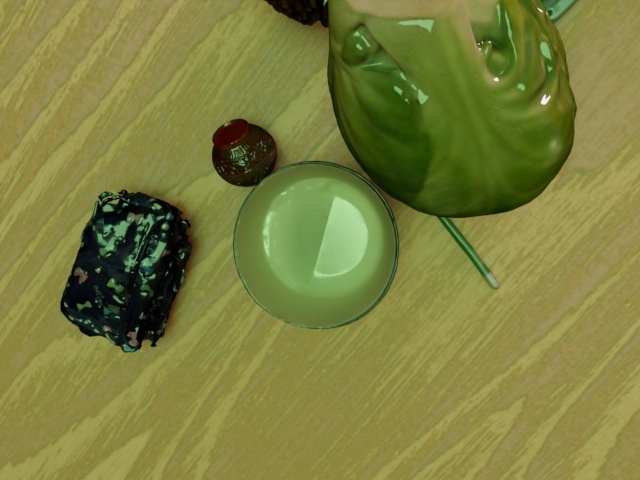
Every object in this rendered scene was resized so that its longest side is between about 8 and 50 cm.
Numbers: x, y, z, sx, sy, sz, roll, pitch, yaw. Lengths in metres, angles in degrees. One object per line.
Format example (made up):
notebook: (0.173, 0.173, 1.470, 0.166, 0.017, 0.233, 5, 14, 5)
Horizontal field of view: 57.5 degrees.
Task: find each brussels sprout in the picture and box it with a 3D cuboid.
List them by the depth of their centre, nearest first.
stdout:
brussels sprout: (0.146, -0.193, 0.705, 0.281, 0.354, 0.289, -12, 57, 24)

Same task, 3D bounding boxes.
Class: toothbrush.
toothbrush: (0.188, -0.029, 0.877, 0.024, 0.018, 0.257, -37, 90, 7)

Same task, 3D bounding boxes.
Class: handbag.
handbag: (-0.301, 0.050, 0.928, 0.162, 0.113, 0.260, 24, 103, 12)

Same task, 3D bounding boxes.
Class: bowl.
bowl: (0.000, 0.000, 0.858, 0.238, 0.126, 0.238, 2, 99, 9)

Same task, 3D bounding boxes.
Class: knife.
knife: (0.357, -0.365, 0.793, 0.044, 0.023, 0.162, 45, 104, 8)

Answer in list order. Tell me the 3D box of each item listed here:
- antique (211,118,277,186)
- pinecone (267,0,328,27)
antique: (-0.113, -0.128, 0.875, 0.104, 0.104, 0.104, 2, 99, 10)
pinecone: (0.009, -0.424, 0.755, 0.292, 0.246, 0.246, -38, 91, -6)
